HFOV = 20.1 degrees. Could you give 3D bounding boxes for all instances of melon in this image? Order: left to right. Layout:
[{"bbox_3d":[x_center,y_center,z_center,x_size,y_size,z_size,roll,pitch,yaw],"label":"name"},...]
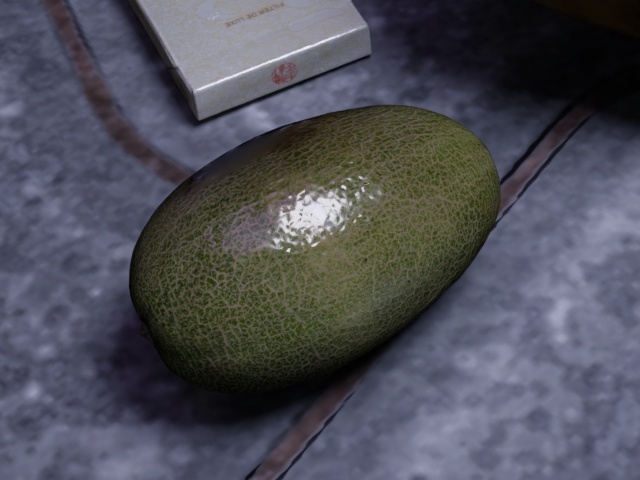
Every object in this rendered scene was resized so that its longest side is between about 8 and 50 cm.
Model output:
[{"bbox_3d":[0.000,0.000,0.720,0.162,0.099,0.099,-28,54,-17],"label":"melon"}]

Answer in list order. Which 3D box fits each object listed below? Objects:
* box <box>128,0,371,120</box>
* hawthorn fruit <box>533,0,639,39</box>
[{"bbox_3d":[-0.051,-0.133,0.875,0.090,0.024,0.167,-22,53,-11],"label":"box"},{"bbox_3d":[0.200,-0.201,0.742,0.301,0.268,0.268,18,57,20],"label":"hawthorn fruit"}]
